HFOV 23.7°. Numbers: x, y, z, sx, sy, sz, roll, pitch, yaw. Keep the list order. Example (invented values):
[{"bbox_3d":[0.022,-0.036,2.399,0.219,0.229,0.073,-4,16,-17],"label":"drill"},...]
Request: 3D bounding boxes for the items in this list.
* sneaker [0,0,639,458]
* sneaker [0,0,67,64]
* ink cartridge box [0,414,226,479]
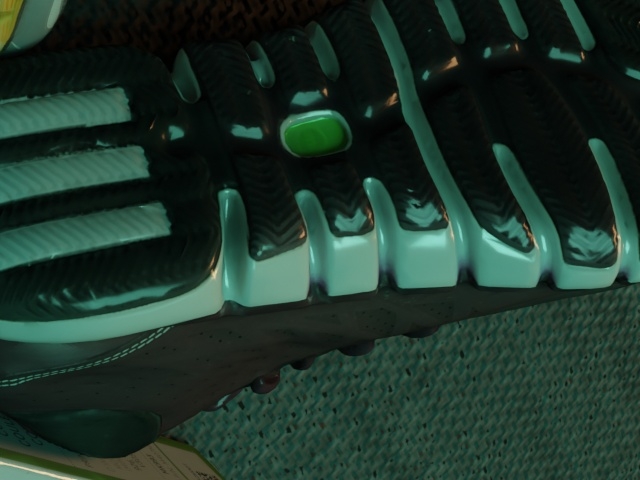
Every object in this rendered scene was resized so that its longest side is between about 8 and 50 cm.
[{"bbox_3d":[0.000,0.000,0.497,0.281,0.106,0.162,-6,155,-22],"label":"sneaker"},{"bbox_3d":[-0.065,-0.147,0.387,0.083,0.084,0.215,-14,126,-45],"label":"sneaker"},{"bbox_3d":[-0.125,0.107,0.505,0.209,0.062,0.109,24,99,-46],"label":"ink cartridge box"}]
